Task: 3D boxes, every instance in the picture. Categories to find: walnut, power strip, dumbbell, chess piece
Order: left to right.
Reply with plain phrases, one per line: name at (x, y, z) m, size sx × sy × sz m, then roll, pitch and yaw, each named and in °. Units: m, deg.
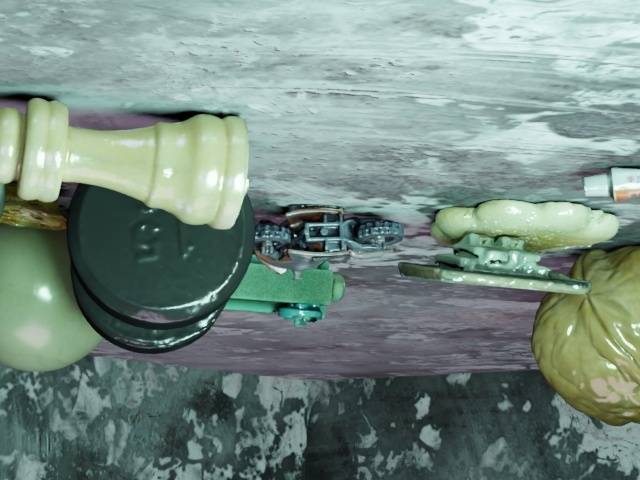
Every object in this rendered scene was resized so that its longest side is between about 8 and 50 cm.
chess piece at (-0.272, -0.088, 1.399) m, size 0.397 × 0.117 × 0.117 m, roll 7°, pitch 169°, yaw -14°
dumbbell at (-0.189, 0.015, 1.672) m, size 0.204 × 0.203 × 0.322 m, roll 3°, pitch 169°, yaw -8°
power strip at (0.215, 0.026, 1.824) m, size 0.198 × 0.064 × 0.213 m, roll 6°, pitch 180°, yaw -14°
walnut at (0.454, 0.133, 2.064) m, size 0.277 × 0.252 × 0.313 m, roll -6°, pitch 157°, yaw 40°

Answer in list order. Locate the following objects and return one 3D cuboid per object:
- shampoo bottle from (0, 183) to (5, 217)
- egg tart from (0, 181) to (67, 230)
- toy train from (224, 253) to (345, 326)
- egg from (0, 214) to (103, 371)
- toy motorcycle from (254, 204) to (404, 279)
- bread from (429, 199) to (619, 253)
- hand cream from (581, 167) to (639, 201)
shampoo bottle at (-0.399, -0.059, 1.634) m, size 0.085 × 0.085 × 0.262 m, roll 4°, pitch 170°, yaw -11°
egg tart at (-0.374, -0.044, 1.819) m, size 0.129 × 0.049 × 0.129 m, roll 7°, pitch 172°, yaw 1°
toy train at (-0.121, 0.062, 2.186) m, size 0.298 × 0.120 × 0.194 m, roll 6°, pitch 176°, yaw -23°
egg at (-0.382, 0.069, 1.970) m, size 0.219 × 0.219 × 0.269 m, roll 3°, pitch 175°, yaw -3°
toy motorcycle at (0.000, 0.000, 1.899) m, size 0.212 × 0.084 × 0.118 m, roll -2°, pitch 162°, yaw -7°
bread at (0.248, -0.015, 1.876) m, size 0.182 × 0.039 × 0.251 m, roll 11°, pitch 167°, yaw -43°
hand cream at (0.396, -0.067, 1.591) m, size 0.216 × 0.038 × 0.052 m, roll -4°, pitch -164°, yaw 10°
